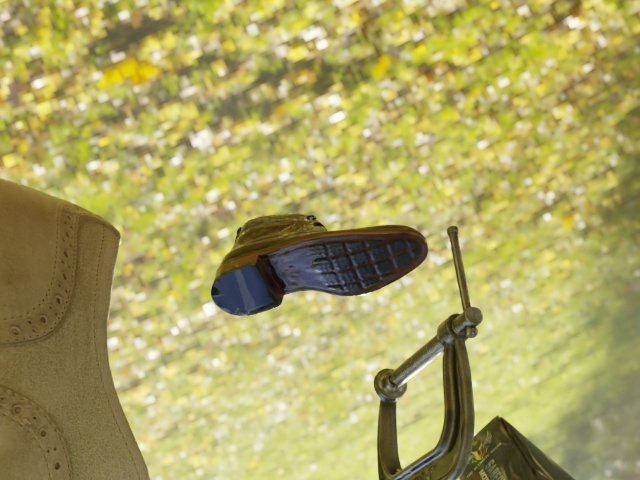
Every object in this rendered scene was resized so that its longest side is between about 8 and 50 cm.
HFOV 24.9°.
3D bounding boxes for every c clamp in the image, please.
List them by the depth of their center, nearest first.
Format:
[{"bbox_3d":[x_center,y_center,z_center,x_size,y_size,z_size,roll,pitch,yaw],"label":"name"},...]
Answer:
[{"bbox_3d":[0.064,0.089,0.876,0.022,0.137,0.161,4,150,-20],"label":"c clamp"}]

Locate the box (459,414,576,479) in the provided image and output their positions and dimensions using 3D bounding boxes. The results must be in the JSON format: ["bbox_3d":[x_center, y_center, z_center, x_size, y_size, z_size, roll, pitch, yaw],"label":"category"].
[{"bbox_3d":[0.213,0.252,1.074,0.059,0.183,0.232,-45,114,8],"label":"box"}]

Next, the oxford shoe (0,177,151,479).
[{"bbox_3d":[-0.121,0.152,0.562,0.146,0.397,0.140,8,159,-33],"label":"oxford shoe"}]

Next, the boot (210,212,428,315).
[{"bbox_3d":[0.000,0.000,1.419,0.219,0.106,0.082,-12,126,16],"label":"boot"}]
